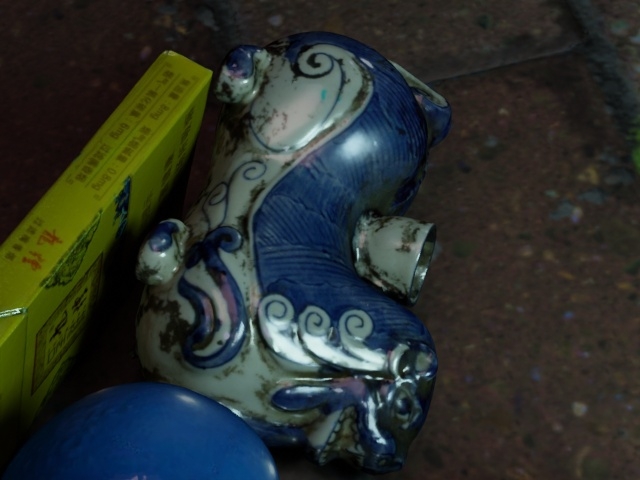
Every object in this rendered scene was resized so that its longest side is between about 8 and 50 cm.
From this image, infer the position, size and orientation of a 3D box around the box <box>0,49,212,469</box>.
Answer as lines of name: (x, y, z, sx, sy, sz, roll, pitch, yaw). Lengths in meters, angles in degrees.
box: (-0.154, 0.026, 0.966, 0.041, 0.153, 0.279, 28, 53, 7)

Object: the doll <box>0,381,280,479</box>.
doll: (-0.094, 0.175, 0.810, 0.161, 0.215, 0.257, 36, 26, -10)

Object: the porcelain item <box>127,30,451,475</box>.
porcelain item: (0.000, 0.000, 0.998, 0.186, 0.138, 0.288, 17, 54, 7)
